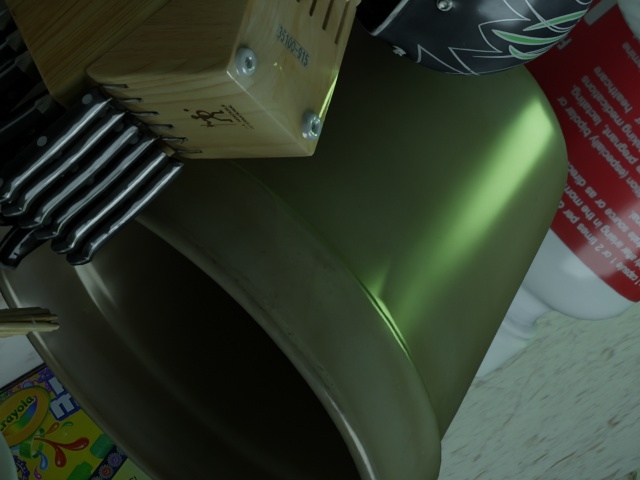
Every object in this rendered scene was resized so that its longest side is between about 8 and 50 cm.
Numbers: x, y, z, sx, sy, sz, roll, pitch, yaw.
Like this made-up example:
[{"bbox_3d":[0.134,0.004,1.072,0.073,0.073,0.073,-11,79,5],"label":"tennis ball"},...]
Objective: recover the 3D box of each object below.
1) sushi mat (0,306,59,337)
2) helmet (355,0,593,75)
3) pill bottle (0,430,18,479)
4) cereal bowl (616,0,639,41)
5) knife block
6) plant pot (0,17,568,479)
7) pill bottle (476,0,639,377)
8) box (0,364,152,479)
[{"bbox_3d":[-0.302,0.055,1.099,0.151,0.019,0.316,-9,175,31],"label":"sushi mat"},{"bbox_3d":[0.085,-0.173,1.096,0.169,0.161,0.169,-31,160,-13],"label":"helmet"},{"bbox_3d":[-0.339,0.205,1.291,0.265,0.153,0.153,-41,160,18],"label":"pill bottle"},{"bbox_3d":[0.278,-0.250,1.021,0.339,0.141,0.339,-32,129,-50],"label":"cereal bowl"},{"bbox_3d":[-0.105,-0.120,1.022,0.088,0.242,0.275,44,56,-50],"label":"knife block"},{"bbox_3d":[0.000,0.000,1.208,0.280,0.323,0.323,-43,166,-27],"label":"plant pot"},{"bbox_3d":[0.219,-0.091,1.412,0.408,0.229,0.229,-40,160,14],"label":"pill bottle"},{"bbox_3d":[-0.125,0.250,1.560,0.177,0.279,0.290,-31,160,-13],"label":"box"}]
